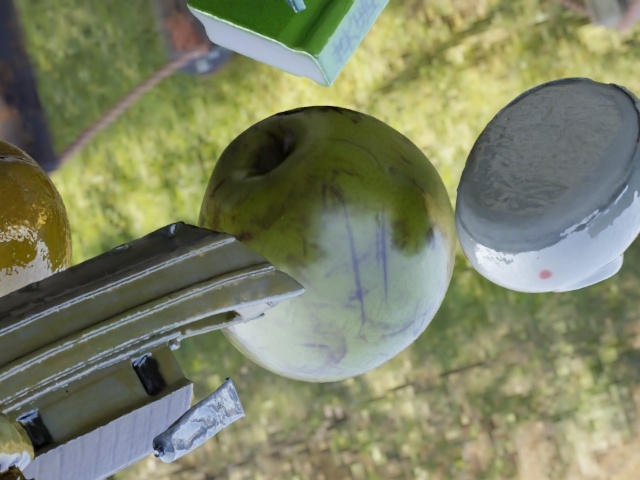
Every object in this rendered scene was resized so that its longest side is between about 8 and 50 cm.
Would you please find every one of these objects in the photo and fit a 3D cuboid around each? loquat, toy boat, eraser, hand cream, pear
[{"bbox_3d":[-0.333,-0.006,1.500,0.208,0.208,0.208,-16,173,-2],"label":"loquat"},{"bbox_3d":[-0.187,0.105,1.255,0.445,0.162,0.136,-27,175,-44],"label":"toy boat"},{"bbox_3d":[-0.002,-0.334,1.910,0.210,0.274,0.092,26,162,31],"label":"eraser"},{"bbox_3d":[-0.080,0.124,1.081,0.019,0.030,0.093,-13,-167,40],"label":"hand cream"},{"bbox_3d":[0.000,0.000,1.621,0.284,0.283,0.283,-16,173,-2],"label":"pear"}]

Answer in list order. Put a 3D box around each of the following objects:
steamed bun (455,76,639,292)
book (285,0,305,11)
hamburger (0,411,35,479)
[{"bbox_3d":[0.226,-0.041,1.509,0.177,0.228,0.130,15,147,33],"label":"steamed bun"},{"bbox_3d":[-0.055,-0.322,1.759,0.017,0.135,0.103,-25,-159,-2],"label":"book"},{"bbox_3d":[-0.211,0.162,0.750,0.183,0.130,0.206,-33,-178,-28],"label":"hamburger"}]
